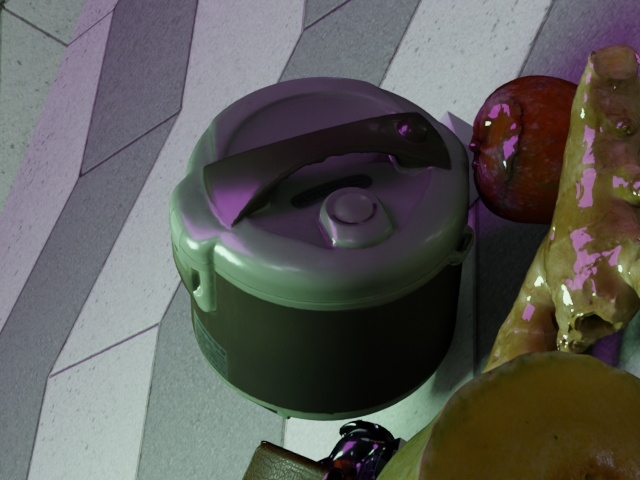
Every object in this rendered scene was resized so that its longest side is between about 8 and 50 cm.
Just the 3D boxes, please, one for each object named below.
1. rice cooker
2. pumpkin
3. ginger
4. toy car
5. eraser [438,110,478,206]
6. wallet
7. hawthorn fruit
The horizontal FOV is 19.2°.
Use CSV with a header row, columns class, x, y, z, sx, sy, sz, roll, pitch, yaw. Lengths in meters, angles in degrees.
class,x,y,z,sx,sy,sz,roll,pitch,yaw
rice cooker,0.000,0.000,2.111,0.325,0.335,0.335,90,-174,-50
pumpkin,0.169,0.274,1.571,0.199,0.332,0.332,-34,35,47
ginger,0.265,0.022,1.898,0.363,0.122,0.348,-52,31,44
toy car,-0.008,0.325,2.121,0.301,0.118,0.193,-36,29,44
eraser,0.099,-0.018,2.349,0.298,0.078,0.076,-50,25,21
wallet,-0.046,0.291,2.041,0.132,0.039,0.243,-65,20,-8
hawthorn fruit,0.247,-0.098,2.055,0.173,0.173,0.173,-44,28,31
